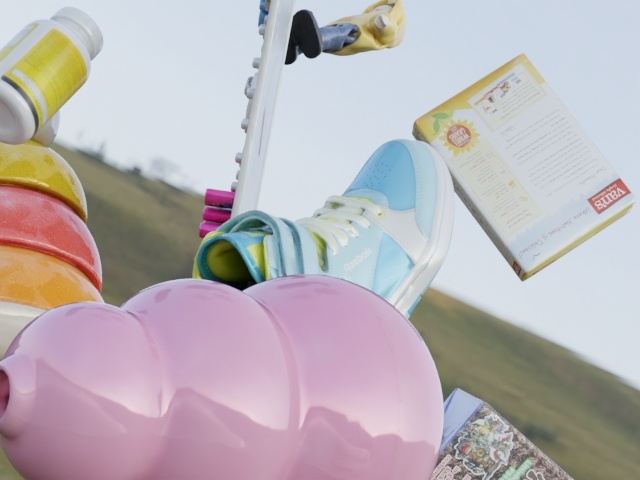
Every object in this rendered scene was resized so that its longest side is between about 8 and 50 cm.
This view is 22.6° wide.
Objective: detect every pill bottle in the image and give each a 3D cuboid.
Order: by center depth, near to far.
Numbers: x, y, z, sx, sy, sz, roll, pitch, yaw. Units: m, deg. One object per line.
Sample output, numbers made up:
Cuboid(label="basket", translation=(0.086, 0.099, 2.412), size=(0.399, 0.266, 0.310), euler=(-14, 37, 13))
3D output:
Cuboid(label="pill bottle", translation=(-0.350, -0.209, 1.990), size=(0.103, 0.184, 0.103), euler=(21, -40, 20))

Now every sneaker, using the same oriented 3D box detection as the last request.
Cuboid(label="sneaker", translation=(0.000, 0.000, 1.466), size=(0.127, 0.319, 0.208), euler=(0, -33, 42))

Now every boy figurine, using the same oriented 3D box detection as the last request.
Cuboid(label="boy figurine", translation=(0.056, -0.352, 2.659), size=(0.177, 0.092, 0.285), euler=(-8, 8, 45))

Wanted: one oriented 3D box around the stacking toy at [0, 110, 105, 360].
Cuboid(label="stacking toy", translation=(-0.414, -0.013, 2.135), size=(0.350, 0.480, 0.350), euler=(2, -29, 1))

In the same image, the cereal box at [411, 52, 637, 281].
Cuboid(label="cereal box", translation=(0.249, -0.091, 1.978), size=(0.240, 0.173, 0.047), euler=(56, -11, 14))

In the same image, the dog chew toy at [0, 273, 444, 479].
Cuboid(label="dog chew toy", translation=(-0.074, 0.117, 1.109), size=(0.332, 0.207, 0.206), euler=(9, 1, -39))

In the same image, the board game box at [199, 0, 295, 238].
Cuboid(label="board game box", translation=(-0.092, -0.183, 2.130), size=(0.050, 0.390, 0.390), euler=(11, 1, 0))

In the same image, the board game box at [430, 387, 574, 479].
Cuboid(label="board game box", translation=(0.261, 0.349, 2.126), size=(0.291, 0.141, 0.232), euler=(41, -3, -2))
